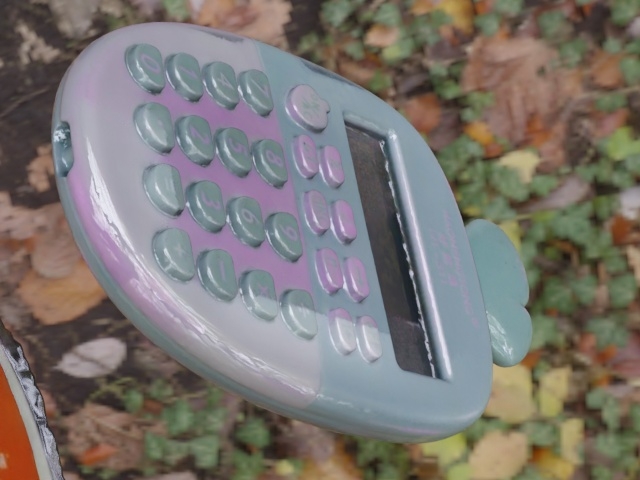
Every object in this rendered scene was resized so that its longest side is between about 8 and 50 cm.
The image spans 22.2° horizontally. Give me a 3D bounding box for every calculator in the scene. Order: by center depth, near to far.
[{"bbox_3d":[0.000,0.000,0.728,0.299,0.041,0.185,19,50,-47],"label":"calculator"}]

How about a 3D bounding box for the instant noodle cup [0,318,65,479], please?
[{"bbox_3d":[-0.158,0.070,0.283,0.174,0.213,0.213,-1,86,-55],"label":"instant noodle cup"}]
